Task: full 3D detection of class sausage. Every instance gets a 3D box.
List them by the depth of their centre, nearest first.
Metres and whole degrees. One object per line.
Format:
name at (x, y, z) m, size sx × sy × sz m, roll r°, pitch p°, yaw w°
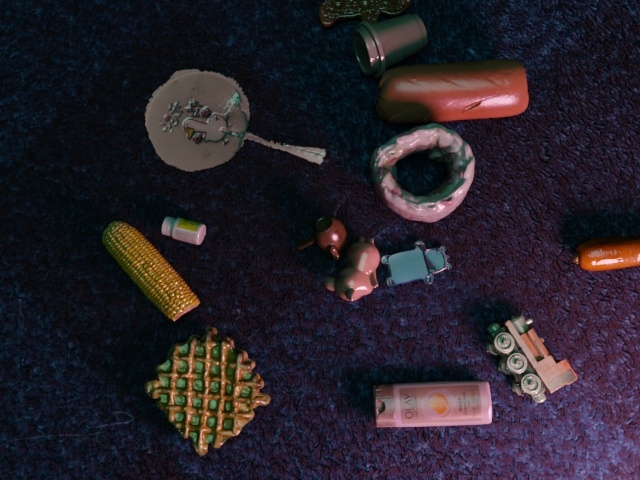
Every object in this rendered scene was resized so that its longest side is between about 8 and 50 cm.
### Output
sausage at (0.266, -0.306, 1.409) m, size 0.305 × 0.121 × 0.121 m, roll -3°, pitch 82°, yaw 2°

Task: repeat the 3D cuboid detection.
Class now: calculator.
calculator at (0.197, 0.049, 1.415) m, size 0.141 × 0.019 × 0.094 m, roll -13°, pitch 82°, yaw 0°

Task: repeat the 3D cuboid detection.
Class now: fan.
fan at (-0.188, -0.233, 1.479) m, size 0.415 × 0.012 × 0.232 m, roll 20°, pitch 85°, yaw 9°

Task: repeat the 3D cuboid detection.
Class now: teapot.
teapot at (0.000, 0.000, 1.405) m, size 0.111 × 0.080 × 0.084 m, roll -14°, pitch 52°, yaw 14°

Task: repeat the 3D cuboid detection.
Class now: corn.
corn at (-0.354, 0.062, 1.413) m, size 0.081 × 0.081 × 0.248 m, roll -43°, pitch 82°, yaw -3°

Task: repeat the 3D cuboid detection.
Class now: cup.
cup at (0.148, -0.416, 1.439) m, size 0.141 × 0.120 × 0.119 m, roll -22°, pitch 81°, yaw -8°

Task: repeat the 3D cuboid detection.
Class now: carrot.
carrot at (0.619, 0.022, 1.372) m, size 0.225 × 0.067 × 0.067 m, roll -5°, pitch 82°, yaw 1°

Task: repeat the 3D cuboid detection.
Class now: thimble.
thimble at (0.198, -0.136, 1.377) m, size 0.211 × 0.149 × 0.185 m, roll 14°, pitch 85°, yaw 6°

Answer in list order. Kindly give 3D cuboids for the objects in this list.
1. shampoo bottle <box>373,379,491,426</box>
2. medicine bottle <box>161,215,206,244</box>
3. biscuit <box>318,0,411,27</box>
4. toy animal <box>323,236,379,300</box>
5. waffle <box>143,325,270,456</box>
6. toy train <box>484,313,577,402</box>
shampoo bottle at (0.219, 0.323, 1.355) m, size 0.228 × 0.056 × 0.086 m, roll -2°, pitch 81°, yaw 3°
medicine bottle at (-0.287, -0.022, 1.438) m, size 0.083 × 0.047 × 0.047 m, roll 15°, pitch 83°, yaw 5°
biscuit at (0.096, -0.521, 1.494) m, size 0.205 × 0.031 × 0.138 m, roll -3°, pitch 82°, yaw 3°
toy animal at (0.072, 0.060, 1.390) m, size 0.089 × 0.083 × 0.150 m, roll 31°, pitch 67°, yaw -15°
waffle at (-0.226, 0.295, 1.387) m, size 0.204 × 0.054 × 0.223 m, roll -42°, pitch 84°, yaw -3°
toy train at (0.409, 0.228, 1.355) m, size 0.118 × 0.074 × 0.175 m, roll -28°, pitch 76°, yaw -11°
